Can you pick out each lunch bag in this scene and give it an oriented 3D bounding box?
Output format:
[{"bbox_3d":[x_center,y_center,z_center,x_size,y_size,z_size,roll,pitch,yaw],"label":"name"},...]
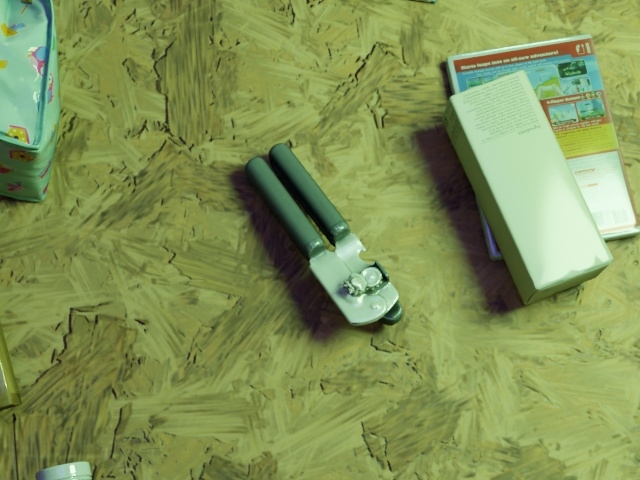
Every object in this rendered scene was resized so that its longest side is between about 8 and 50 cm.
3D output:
[{"bbox_3d":[-0.403,-0.205,1.744,0.160,0.223,0.262,3,74,-10],"label":"lunch bag"}]

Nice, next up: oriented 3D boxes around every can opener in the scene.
[{"bbox_3d":[0.000,0.000,1.789,0.074,0.093,0.280,-32,70,-13],"label":"can opener"}]

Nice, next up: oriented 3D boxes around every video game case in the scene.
[{"bbox_3d":[0.294,-0.126,1.864,0.204,0.025,0.285,-10,76,-5],"label":"video game case"}]

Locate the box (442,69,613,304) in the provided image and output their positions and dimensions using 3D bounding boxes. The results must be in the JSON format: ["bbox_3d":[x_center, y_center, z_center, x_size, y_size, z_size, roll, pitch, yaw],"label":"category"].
[{"bbox_3d":[0.259,-0.068,1.784,0.113,0.094,0.275,-19,77,-8],"label":"box"}]

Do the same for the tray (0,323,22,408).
[{"bbox_3d":[-0.589,0.157,1.685,0.410,0.076,0.203,-16,84,-4],"label":"tray"}]

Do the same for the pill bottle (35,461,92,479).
[{"bbox_3d":[-0.293,0.349,1.668,0.087,0.087,0.160,-11,76,-6],"label":"pill bottle"}]

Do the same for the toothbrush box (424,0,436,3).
[{"bbox_3d":[0.079,-0.494,1.902,0.216,0.126,0.296,10,73,0],"label":"toothbrush box"}]
